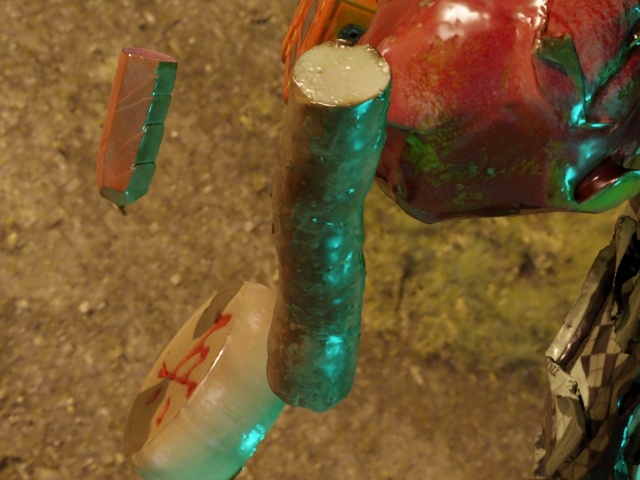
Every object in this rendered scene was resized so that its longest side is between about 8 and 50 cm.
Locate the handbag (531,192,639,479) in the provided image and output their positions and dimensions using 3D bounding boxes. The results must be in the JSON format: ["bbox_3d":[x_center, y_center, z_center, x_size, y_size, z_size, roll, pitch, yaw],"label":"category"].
[{"bbox_3d":[0.313,0.114,1.340,0.180,0.416,0.317,21,24,11],"label":"handbag"}]

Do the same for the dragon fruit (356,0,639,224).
[{"bbox_3d":[0.107,-0.102,0.846,0.198,0.200,0.269,60,-1,-4],"label":"dragon fruit"}]

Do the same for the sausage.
[{"bbox_3d":[-0.194,-0.112,1.422,0.065,0.169,0.065,14,15,-4],"label":"sausage"}]

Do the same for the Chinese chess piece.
[{"bbox_3d":[-0.113,0.163,1.500,0.103,0.250,0.250,36,30,-14],"label":"Chinese chess piece"}]

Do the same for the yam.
[{"bbox_3d":[0.000,0.000,0.768,0.061,0.253,0.061,3,45,-3],"label":"yam"}]

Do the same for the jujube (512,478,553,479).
[{"bbox_3d":[0.159,0.284,1.101,0.155,0.230,0.155,7,41,-6],"label":"jujube"}]

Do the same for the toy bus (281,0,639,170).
[{"bbox_3d":[0.140,-0.124,1.086,0.329,0.143,0.153,20,32,-11],"label":"toy bus"}]
